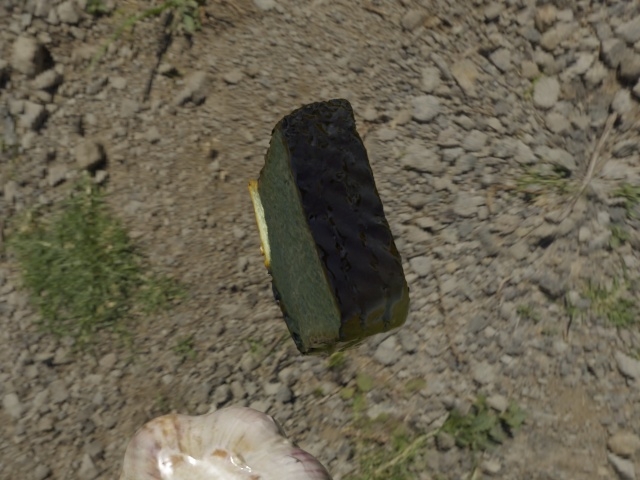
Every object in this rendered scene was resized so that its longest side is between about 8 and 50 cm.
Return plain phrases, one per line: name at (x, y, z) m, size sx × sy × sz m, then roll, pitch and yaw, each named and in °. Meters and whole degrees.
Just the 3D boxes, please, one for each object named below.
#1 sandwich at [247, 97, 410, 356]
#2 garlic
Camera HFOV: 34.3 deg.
sandwich at (0.000, 0.000, 0.846) m, size 0.065 × 0.214 × 0.186 m, roll -16°, pitch 79°, yaw -13°
garlic at (-0.057, 0.174, 0.602) m, size 0.147 × 0.102 × 0.159 m, roll -25°, pitch 54°, yaw -7°
